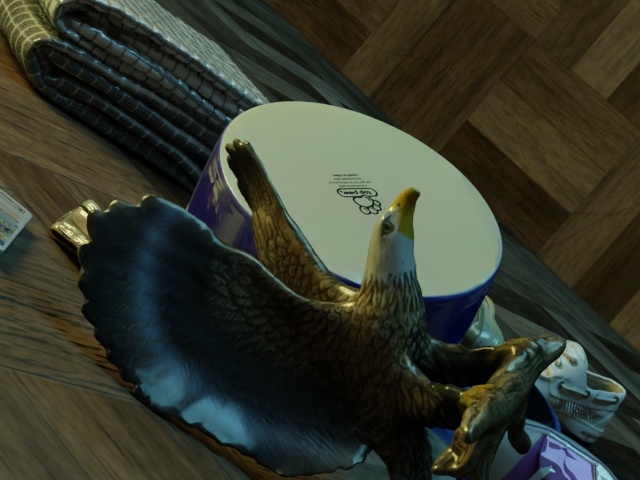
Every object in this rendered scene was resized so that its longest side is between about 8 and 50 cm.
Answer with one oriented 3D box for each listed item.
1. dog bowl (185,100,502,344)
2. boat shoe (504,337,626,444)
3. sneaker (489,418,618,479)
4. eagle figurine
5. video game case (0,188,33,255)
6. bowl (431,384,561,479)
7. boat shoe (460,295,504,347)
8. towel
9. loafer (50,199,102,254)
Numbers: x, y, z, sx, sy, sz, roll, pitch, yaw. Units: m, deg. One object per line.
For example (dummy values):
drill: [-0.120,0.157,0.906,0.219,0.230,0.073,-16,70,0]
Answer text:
dog bowl: [0.017,-0.001,1.539,0.265,0.104,0.265,17,34,-12]
boat shoe: [0.275,0.157,2.167,0.277,0.096,0.098,30,15,-47]
sneaker: [0.215,0.253,1.486,0.282,0.102,0.161,43,13,18]
eagle figurine: [0.009,0.059,1.237,0.298,0.225,0.226,17,-21,20]
video game case: [-0.245,-0.029,1.247,0.087,0.011,0.122,40,9,-7]
bowl: [0.074,0.090,1.752,0.391,0.077,0.391,39,9,-8]
boat shoe: [0.136,0.070,1.699,0.045,0.050,0.135,42,8,-23]
towel: [-0.201,-0.183,1.827,0.284,0.121,0.235,32,11,-32]
loafer: [-0.155,0.022,1.313,0.125,0.039,0.045,51,-19,37]
